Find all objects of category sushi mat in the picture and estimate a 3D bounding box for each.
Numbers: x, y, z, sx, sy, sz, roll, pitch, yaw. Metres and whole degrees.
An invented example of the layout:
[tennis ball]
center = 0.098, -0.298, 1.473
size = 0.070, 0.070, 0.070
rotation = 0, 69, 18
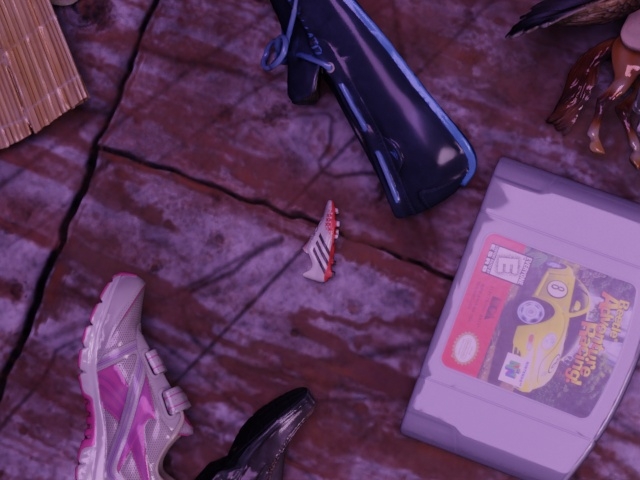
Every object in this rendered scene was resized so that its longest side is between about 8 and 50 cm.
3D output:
[sushi mat]
center = -0.348, -0.252, 1.892
size = 0.151, 0.019, 0.316
rotation = -25, 82, 22

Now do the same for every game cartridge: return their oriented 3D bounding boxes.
[game cartridge]
center = 0.217, 0.085, 1.807
size = 0.196, 0.060, 0.294
rotation = 20, 89, 7

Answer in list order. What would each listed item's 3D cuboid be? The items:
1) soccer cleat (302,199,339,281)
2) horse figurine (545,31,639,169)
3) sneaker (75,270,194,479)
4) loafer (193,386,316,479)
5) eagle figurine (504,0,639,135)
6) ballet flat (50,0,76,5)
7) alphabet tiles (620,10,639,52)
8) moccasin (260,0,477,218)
[soccer cleat]
center = 0.000, 0.000, 1.855
size = 0.036, 0.029, 0.083
rotation = 5, 90, 1
[horse figurine]
center = 0.356, -0.151, 1.815
size = 0.263, 0.066, 0.174
rotation = 6, 73, 12
[sneaker]
center = -0.179, 0.157, 1.827
size = 0.111, 0.103, 0.252
rotation = 2, 91, 1
[loafer]
center = -0.060, 0.218, 1.831
size = 0.061, 0.062, 0.170
rotation = 43, 93, -15
[eagle figurine]
center = 0.346, -0.242, 1.724
size = 0.225, 0.226, 0.298
rotation = 31, 102, -16
[ballet flat]
center = -0.218, -0.302, 1.890
size = 0.168, 0.052, 0.057
rotation = -44, 83, -1
[alphabet tiles]
center = 0.446, -0.213, 1.780
size = 0.278, 0.021, 0.284
rotation = 19, 65, 21
[moccasin]
center = 0.013, -0.171, 1.818
size = 0.117, 0.138, 0.342
rotation = -39, 82, 5
